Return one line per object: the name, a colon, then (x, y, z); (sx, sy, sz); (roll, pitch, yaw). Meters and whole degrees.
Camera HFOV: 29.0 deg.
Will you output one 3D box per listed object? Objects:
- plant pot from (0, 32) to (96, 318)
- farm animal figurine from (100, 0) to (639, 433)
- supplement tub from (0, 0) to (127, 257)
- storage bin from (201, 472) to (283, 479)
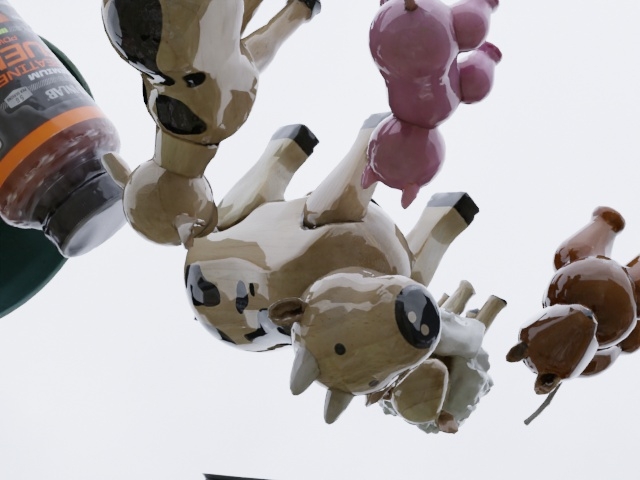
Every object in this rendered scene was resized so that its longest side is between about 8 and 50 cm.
plant pot: (-0.377, -0.083, 1.150); (0.293, 0.196, 0.293); (-24, -54, -37)
farm animal figurine: (0.000, 0.000, 0.666); (0.330, 0.172, 0.327); (40, -22, -8)
supplement tub: (-0.214, -0.082, 0.876); (0.198, 0.106, 0.106); (48, -58, 10)
storage bin: (-0.072, 0.326, 1.437); (0.135, 0.091, 0.098); (4, -17, 16)
